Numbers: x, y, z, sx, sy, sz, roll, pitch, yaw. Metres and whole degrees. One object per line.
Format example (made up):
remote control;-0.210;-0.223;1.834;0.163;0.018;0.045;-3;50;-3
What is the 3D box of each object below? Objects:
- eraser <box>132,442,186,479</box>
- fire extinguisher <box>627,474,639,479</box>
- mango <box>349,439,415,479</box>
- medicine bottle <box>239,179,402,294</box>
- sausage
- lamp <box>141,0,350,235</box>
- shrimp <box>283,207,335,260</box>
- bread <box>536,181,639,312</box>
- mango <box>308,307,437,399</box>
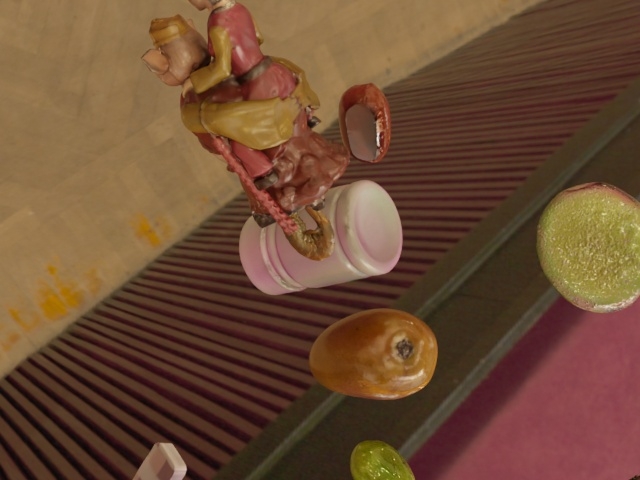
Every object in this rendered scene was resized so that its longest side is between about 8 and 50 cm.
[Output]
eraser;-0.246;0.359;1.127;0.026;0.065;0.105;21;107;-47
fire extinguisher;0.668;0.536;1.612;0.158;0.064;0.043;-4;112;-46
mango;0.140;0.515;1.678;0.163;0.089;0.117;35;41;10
medicine bottle;0.000;0.000;1.710;0.212;0.325;0.212;21;62;-46
sausage;0.051;-0.133;0.857;0.054;0.059;0.094;-64;151;-52
lamp;-0.078;-0.131;0.654;0.118;0.118;0.253;-48;113;-23
shrimp;-0.033;-0.034;1.269;0.045;0.095;0.162;-40;107;-33
bread;0.479;0.009;1.290;0.228;0.033;0.229;2;81;-9
mango;0.119;0.293;1.902;0.263;0.378;0.221;15;65;-35
